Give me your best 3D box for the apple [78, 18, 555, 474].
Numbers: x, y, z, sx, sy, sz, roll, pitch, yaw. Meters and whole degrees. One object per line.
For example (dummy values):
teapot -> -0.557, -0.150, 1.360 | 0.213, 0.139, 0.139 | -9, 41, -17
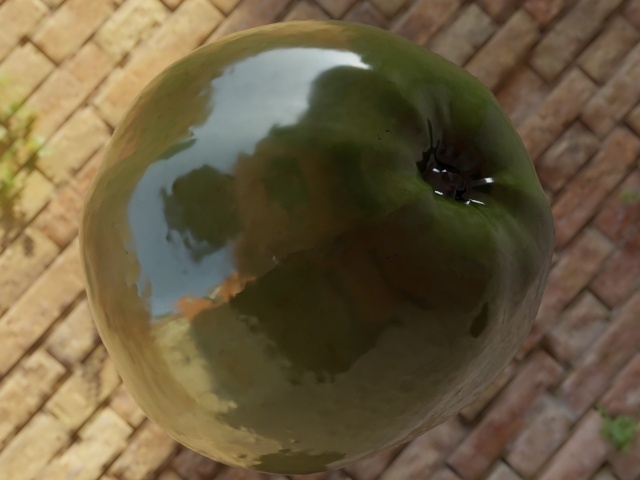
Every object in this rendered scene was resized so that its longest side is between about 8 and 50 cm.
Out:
apple -> 0.000, 0.000, 1.170 | 0.357, 0.357, 0.357 | -47, 5, 5
